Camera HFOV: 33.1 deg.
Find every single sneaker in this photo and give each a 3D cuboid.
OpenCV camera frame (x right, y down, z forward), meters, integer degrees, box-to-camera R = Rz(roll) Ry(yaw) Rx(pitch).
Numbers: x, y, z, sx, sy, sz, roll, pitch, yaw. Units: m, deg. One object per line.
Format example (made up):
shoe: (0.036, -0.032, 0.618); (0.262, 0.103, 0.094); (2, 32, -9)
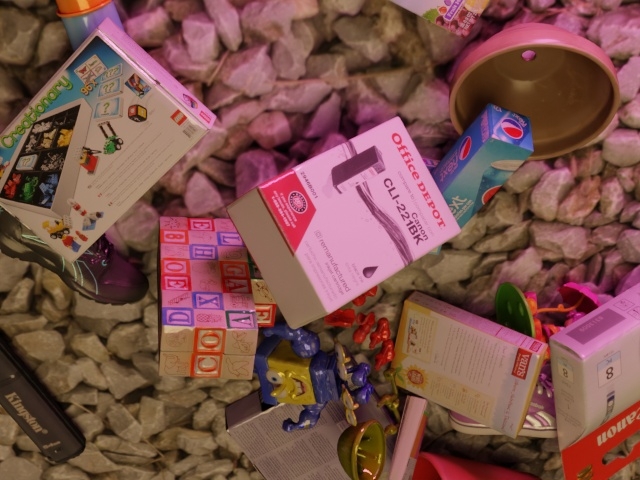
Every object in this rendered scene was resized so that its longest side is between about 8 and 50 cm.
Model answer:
sneaker: (-0.362, 0.008, 1.598); (0.267, 0.101, 0.106); (29, 110, -24)
sneaker: (0.368, 0.254, 1.874); (0.282, 0.102, 0.161); (-2, 118, -8)

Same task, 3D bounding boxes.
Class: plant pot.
plant pot: (0.279, 0.516, 1.935); (0.243, 0.275, 0.275); (4, 120, -22)
plant pot: (0.301, -0.230, 1.543); (0.237, 0.110, 0.237); (2, 142, 2)

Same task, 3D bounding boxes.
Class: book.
book: (0.156, 0.345, 1.844); (0.035, 0.144, 0.096); (12, 168, 19)

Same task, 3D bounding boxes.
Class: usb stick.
usb stick: (-0.482, 0.260, 1.760); (0.077, 0.045, 0.278); (-26, 122, 5)

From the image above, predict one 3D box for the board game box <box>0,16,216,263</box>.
board game box: (-0.312, -0.127, 1.452); (0.193, 0.053, 0.305); (43, 116, -16)

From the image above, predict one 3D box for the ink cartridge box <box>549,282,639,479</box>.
ink cartridge box: (0.544, 0.262, 1.846); (0.308, 0.091, 0.385); (-27, 123, -23)

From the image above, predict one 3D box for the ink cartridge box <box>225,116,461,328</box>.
ink cartridge box: (0.037, -0.029, 1.521); (0.272, 0.114, 0.197); (-29, 91, -34)

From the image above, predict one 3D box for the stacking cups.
stacking cups: (-0.299, -0.283, 1.435); (0.096, 0.096, 0.316); (-16, 122, 0)

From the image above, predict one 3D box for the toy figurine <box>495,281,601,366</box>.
toy figurine: (0.395, 0.138, 1.793); (0.159, 0.130, 0.173); (-11, 91, -15)

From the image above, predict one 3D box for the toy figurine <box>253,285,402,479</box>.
toy figurine: (-0.011, 0.214, 1.722); (0.217, 0.191, 0.363); (6, 130, 21)

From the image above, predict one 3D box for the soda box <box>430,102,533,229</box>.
soda box: (0.223, -0.103, 1.572); (0.071, 0.067, 0.210); (16, 142, -18)

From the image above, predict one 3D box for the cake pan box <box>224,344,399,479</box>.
cake pan box: (-0.003, 0.334, 1.876); (0.245, 0.070, 0.267); (-30, 121, 6)

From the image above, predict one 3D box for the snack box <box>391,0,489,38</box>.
snack box: (0.151, -0.398, 1.460); (0.207, 0.070, 0.174); (22, 115, -19)

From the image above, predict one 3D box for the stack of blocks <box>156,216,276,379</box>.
stack of blocks: (-0.148, 0.076, 1.559); (0.171, 0.297, 0.087); (3, 120, -10)

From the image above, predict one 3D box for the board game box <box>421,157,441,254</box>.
board game box: (0.157, -0.054, 1.693); (0.103, 0.026, 0.154); (8, 119, -15)

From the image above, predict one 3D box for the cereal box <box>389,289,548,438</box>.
cereal box: (0.237, 0.203, 1.772); (0.240, 0.047, 0.173); (23, 122, 21)
